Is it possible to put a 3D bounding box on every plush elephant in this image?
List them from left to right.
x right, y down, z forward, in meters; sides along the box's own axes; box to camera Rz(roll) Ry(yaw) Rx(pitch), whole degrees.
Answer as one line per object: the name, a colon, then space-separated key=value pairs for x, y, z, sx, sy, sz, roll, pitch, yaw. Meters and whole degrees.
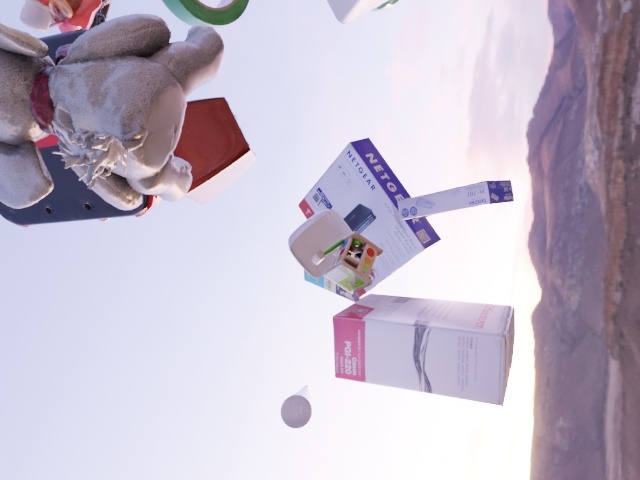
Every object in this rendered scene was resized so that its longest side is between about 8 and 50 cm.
plush elephant: x=-0.317 y=-0.176 z=0.615 sx=0.330 sy=0.255 sz=0.272 roll=-65 pitch=-5 yaw=-66

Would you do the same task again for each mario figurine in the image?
mario figurine: x=-0.590 y=-0.555 z=0.960 sx=0.198 sy=0.170 sz=0.321 roll=-55 pitch=-23 yaw=-26

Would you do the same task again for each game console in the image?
game console: x=-0.513 y=-0.189 z=0.896 sx=0.060 sy=0.385 sz=0.342 roll=-70 pitch=-27 yaw=-58

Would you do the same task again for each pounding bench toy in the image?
pounding bench toy: x=0.035 y=0.020 z=0.657 sx=0.083 sy=0.052 sz=0.065 roll=34 pitch=-124 yaw=-15

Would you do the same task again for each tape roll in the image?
tape roll: x=-0.344 y=-0.795 z=1.385 sx=0.321 sy=0.077 sz=0.322 roll=-13 pitch=-73 yaw=-49

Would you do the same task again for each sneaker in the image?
sneaker: x=-0.653 y=-0.636 z=1.343 sx=0.108 sy=0.130 sz=0.287 roll=11 pitch=-123 yaw=-22

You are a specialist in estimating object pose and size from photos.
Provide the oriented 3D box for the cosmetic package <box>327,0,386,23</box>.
cosmetic package: x=0.066 y=-0.300 z=0.360 sx=0.151 sy=0.183 sz=0.151 roll=-35 pitch=-82 yaw=-16

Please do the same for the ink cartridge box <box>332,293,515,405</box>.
ink cartridge box: x=0.145 y=0.137 z=0.648 sx=0.158 sy=0.217 sz=0.092 roll=-13 pitch=-78 yaw=-64

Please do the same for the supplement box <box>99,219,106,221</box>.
supplement box: x=-0.528 y=-0.096 z=1.161 sx=0.055 sy=0.043 sz=0.084 roll=-56 pitch=-19 yaw=-68

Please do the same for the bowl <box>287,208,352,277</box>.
bowl: x=0.000 y=0.000 z=1.098 sx=0.142 sy=0.053 sz=0.142 roll=-39 pitch=-52 yaw=-1

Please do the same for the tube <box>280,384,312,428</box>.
tube: x=-0.037 y=0.310 z=0.876 sx=0.207 sy=0.052 sz=0.080 roll=83 pitch=-163 yaw=-74

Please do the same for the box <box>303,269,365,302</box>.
box: x=0.054 y=0.139 z=1.741 sx=0.060 sy=0.244 sz=0.101 roll=-45 pitch=-35 yaw=-40

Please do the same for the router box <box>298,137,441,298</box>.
router box: x=0.117 y=-0.054 z=1.297 sx=0.082 sy=0.301 sz=0.336 roll=-23 pitch=-106 yaw=-40

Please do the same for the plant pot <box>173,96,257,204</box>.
plant pot: x=-0.347 y=-0.292 z=1.476 sx=0.267 sy=0.235 sz=0.268 roll=92 pitch=152 yaw=-88

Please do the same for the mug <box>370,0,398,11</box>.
mug: x=0.093 y=-0.505 z=0.877 sx=0.157 sy=0.129 sz=0.098 roll=38 pitch=-113 yaw=-26

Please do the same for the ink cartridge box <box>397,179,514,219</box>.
ink cartridge box: x=0.268 y=-0.079 z=0.957 sx=0.097 sy=0.207 sz=0.046 roll=-8 pitch=-91 yaw=-42
